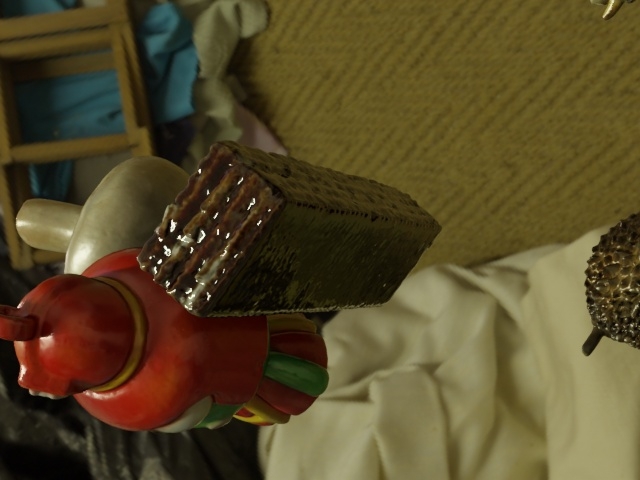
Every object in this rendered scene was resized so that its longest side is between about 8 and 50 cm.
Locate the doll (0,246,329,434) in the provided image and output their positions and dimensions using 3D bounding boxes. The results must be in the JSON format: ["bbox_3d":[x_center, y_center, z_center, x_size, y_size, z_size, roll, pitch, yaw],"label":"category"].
[{"bbox_3d":[-0.135,0.087,0.834,0.183,0.363,0.160,17,93,37],"label":"doll"}]

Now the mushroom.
[{"bbox_3d":[-0.241,-0.003,1.092,0.215,0.207,0.207,14,128,12],"label":"mushroom"}]

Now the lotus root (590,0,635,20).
[{"bbox_3d":[0.145,-0.174,0.419,0.063,0.072,0.151,30,116,56],"label":"lotus root"}]

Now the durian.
[{"bbox_3d":[0.333,0.054,0.921,0.148,0.188,0.091,51,-178,-20],"label":"durian"}]

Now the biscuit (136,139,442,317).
[{"bbox_3d":[0.000,0.000,0.788,0.073,0.388,0.107,41,103,19],"label":"biscuit"}]
